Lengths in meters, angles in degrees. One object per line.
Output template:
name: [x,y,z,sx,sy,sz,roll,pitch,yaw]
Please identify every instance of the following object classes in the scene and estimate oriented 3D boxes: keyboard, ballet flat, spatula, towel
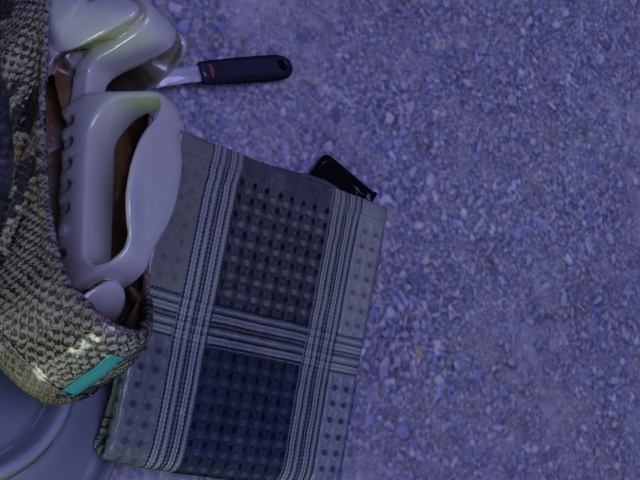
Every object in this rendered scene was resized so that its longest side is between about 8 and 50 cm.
keyboard: [0.000,0.000,1.254,0.108,0.023,0.180,39,65,-13]
ballet flat: [-0.192,-0.099,0.979,0.164,0.182,0.482,24,49,-43]
spatula: [-0.152,-0.173,1.190,0.297,0.030,0.084,-12,84,-32]
towel: [-0.069,0.077,1.120,0.312,0.056,0.324,18,80,-42]

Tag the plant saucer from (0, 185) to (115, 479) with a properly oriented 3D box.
plant saucer: [-0.323,0.108,0.952,0.401,0.101,0.400,17,63,-37]
